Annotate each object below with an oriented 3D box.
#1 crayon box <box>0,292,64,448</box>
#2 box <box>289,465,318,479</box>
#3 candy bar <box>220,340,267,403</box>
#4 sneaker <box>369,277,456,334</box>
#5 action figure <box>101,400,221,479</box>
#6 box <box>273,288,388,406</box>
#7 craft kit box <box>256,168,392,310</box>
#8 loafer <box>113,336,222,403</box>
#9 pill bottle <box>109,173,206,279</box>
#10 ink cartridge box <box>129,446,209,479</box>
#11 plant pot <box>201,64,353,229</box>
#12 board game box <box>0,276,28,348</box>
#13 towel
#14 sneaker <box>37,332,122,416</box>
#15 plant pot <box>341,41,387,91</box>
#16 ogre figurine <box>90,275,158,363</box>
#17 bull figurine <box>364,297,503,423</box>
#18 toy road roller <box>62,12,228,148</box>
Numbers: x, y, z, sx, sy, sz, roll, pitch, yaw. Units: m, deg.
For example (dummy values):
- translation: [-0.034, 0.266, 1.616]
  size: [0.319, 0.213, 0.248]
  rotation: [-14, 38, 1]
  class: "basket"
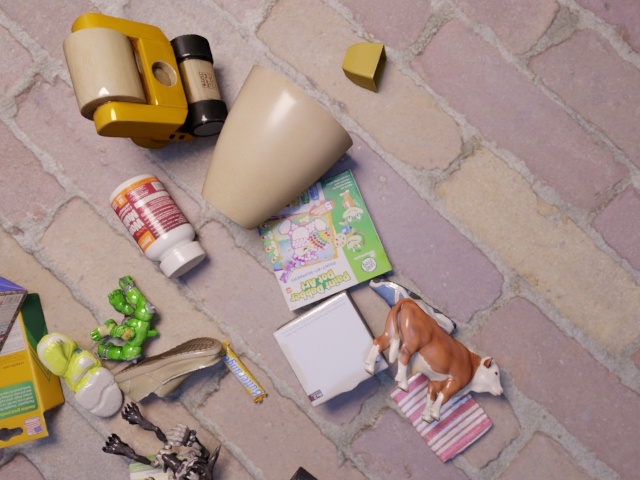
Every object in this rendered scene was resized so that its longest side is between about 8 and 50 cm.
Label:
- translation: [-0.734, 0.304, 1.067]
  size: [0.203, 0.083, 0.322]
  rotation: [-15, 86, 3]
  class: "crayon box"
- translation: [-0.015, 0.592, 0.973]
  size: [0.156, 0.158, 0.093]
  rotation: [37, 91, 4]
  class: "box"
- translation: [-0.184, 0.305, 1.064]
  size: [0.040, 0.018, 0.161]
  rotation: [-40, 85, 2]
  class: "candy bar"
- translation: [0.193, 0.156, 1.013]
  size: [0.211, 0.080, 0.081]
  rotation: [35, 89, 5]
  class: "sneaker"
- translation: [-0.322, 0.461, 0.962]
  size: [0.276, 0.141, 0.164]
  rotation: [24, 67, 14]
  class: "action figure"
- translation: [0.023, 0.227, 1.003]
  size: [0.181, 0.119, 0.181]
  rotation: [-30, 87, 2]
  class: "box"
- translation: [0.000, 0.000, 1.046]
  size: [0.250, 0.061, 0.246]
  rotation: [-23, 89, 3]
  class: "craft kit box"
- translation: [-0.331, 0.294, 1.038]
  size: [0.269, 0.102, 0.092]
  rotation: [-20, 96, 15]
  class: "loafer"
- translation: [-0.361, -0.030, 1.035]
  size: [0.121, 0.121, 0.221]
  rotation: [-36, 86, 2]
  class: "pill bottle"
- translation: [-0.326, 0.604, 1.046]
  size: [0.171, 0.056, 0.235]
  rotation: [-10, 85, 3]
  class: "ink cartridge box"
- translation: [-0.116, -0.167, 0.959]
  size: [0.256, 0.256, 0.274]
  rotation: [37, 92, 4]
  class: "plant pot"
- translation: [-0.779, 0.206, 0.917]
  size: [0.141, 0.232, 0.291]
  rotation: [25, 89, 5]
  class: "board game box"
- translation: [0.267, 0.374, 1.030]
  size: [0.144, 0.029, 0.197]
  rotation: [-39, 83, 1]
  class: "towel"
- translation: [-0.550, 0.298, 1.063]
  size: [0.091, 0.126, 0.240]
  rotation: [-38, 114, -26]
  class: "sneaker"
- translation: [0.096, -0.397, 1.041]
  size: [0.083, 0.081, 0.081]
  rotation: [19, 90, 14]
  class: "plant pot"
- translation: [-0.440, 0.190, 1.051]
  size: [0.118, 0.097, 0.197]
  rotation: [20, 74, 22]
  class: "ogre figurine"
- translation: [0.235, 0.255, 0.940]
  size: [0.310, 0.101, 0.188]
  rotation: [41, 66, -13]
  class: "bull figurine"
- translation: [-0.370, -0.294, 0.961]
  size: [0.241, 0.330, 0.202]
  rotation: [-19, 85, 39]
  class: "toy road roller"
